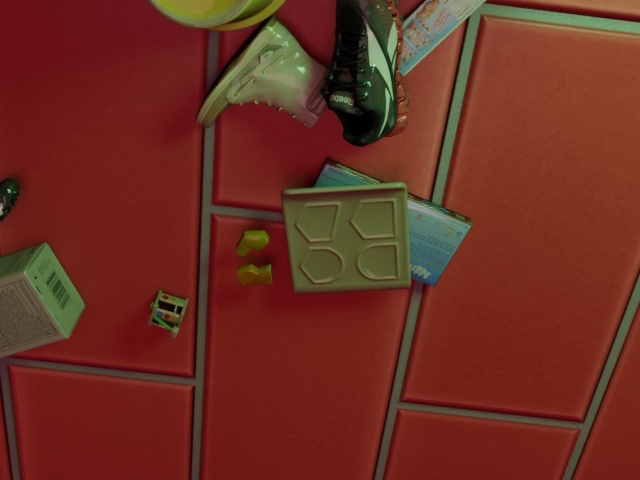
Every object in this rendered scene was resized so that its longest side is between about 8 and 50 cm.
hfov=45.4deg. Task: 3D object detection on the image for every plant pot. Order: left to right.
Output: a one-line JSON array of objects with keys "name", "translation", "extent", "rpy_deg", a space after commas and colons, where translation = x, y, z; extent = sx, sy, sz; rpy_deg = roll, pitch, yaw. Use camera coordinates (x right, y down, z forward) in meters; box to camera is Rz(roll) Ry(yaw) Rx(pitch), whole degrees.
[{"name": "plant pot", "translation": [-0.148, -0.394, 1.030], "extent": [0.254, 0.239, 0.254], "rpy_deg": [1, 120, 2]}]

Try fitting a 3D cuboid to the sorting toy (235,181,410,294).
[{"name": "sorting toy", "translation": [0.000, 0.000, 1.332], "extent": [0.307, 0.041, 0.229], "rpy_deg": [-3, 124, 5]}]

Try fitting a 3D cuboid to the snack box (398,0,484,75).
[{"name": "snack box", "translation": [0.171, -0.336, 1.170], "extent": [0.064, 0.022, 0.178], "rpy_deg": [42, 113, -18]}]

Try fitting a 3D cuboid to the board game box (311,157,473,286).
[{"name": "board game box", "translation": [0.108, -0.028, 1.344], "extent": [0.281, 0.027, 0.145], "rpy_deg": [22, 117, -10]}]

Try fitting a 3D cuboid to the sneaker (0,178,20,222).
[{"name": "sneaker", "translation": [-0.624, -0.040, 1.342], "extent": [0.106, 0.078, 0.234], "rpy_deg": [40, 116, -21]}]

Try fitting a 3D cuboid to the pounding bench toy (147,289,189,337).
[{"name": "pounding bench toy", "translation": [-0.290, 0.141, 1.426], "extent": [0.065, 0.083, 0.052], "rpy_deg": [18, 119, -8]}]

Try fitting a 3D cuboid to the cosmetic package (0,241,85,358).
[{"name": "cosmetic package", "translation": [-0.621, 0.133, 1.421], "extent": [0.309, 0.113, 0.160], "rpy_deg": [-16, 117, 12]}]

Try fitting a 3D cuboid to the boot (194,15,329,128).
[{"name": "boot", "translation": [-0.084, -0.225, 1.217], "extent": [0.165, 0.077, 0.213], "rpy_deg": [36, 114, -19]}]

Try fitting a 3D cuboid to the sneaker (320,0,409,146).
[{"name": "sneaker", "translation": [0.060, -0.259, 1.135], "extent": [0.097, 0.135, 0.276], "rpy_deg": [18, 134, 35]}]
